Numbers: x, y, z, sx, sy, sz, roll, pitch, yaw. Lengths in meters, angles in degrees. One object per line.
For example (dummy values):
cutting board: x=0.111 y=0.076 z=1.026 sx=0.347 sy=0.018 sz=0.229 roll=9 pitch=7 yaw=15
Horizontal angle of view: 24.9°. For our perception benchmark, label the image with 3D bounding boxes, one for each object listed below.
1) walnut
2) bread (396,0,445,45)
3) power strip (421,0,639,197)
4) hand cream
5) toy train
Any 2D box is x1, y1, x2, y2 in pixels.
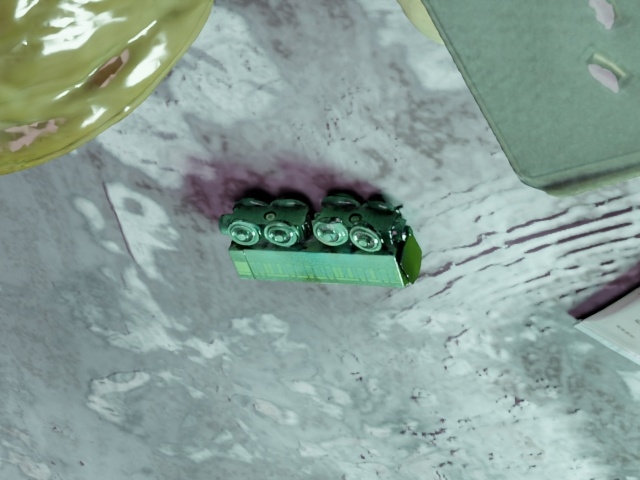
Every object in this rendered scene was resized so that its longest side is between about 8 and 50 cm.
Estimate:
walnut: x=-0.202 y=-0.164 z=0.766 sx=0.313 sy=0.252 sz=0.277 roll=6 pitch=140 yaw=8
bread: x=0.112 y=-0.188 z=0.738 sx=0.182 sy=0.039 sz=0.251 roll=10 pitch=140 yaw=19
power strip: x=0.145 y=-0.137 z=0.698 sx=0.198 sy=0.064 sz=0.213 roll=-14 pitch=118 yaw=39
hand cream: x=0.245 y=0.031 z=0.938 sx=0.052 sy=0.038 sz=0.216 roll=54 pitch=145 yaw=7
toy train: x=0.000 y=0.000 z=1.026 sx=0.148 sy=0.038 sz=0.071 roll=2 pitch=140 yaw=26
